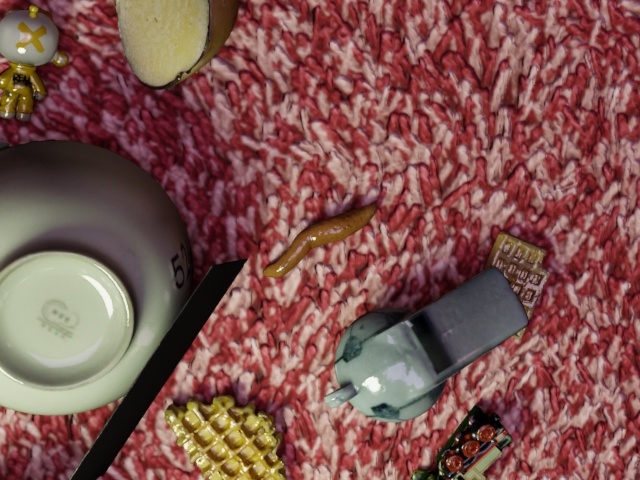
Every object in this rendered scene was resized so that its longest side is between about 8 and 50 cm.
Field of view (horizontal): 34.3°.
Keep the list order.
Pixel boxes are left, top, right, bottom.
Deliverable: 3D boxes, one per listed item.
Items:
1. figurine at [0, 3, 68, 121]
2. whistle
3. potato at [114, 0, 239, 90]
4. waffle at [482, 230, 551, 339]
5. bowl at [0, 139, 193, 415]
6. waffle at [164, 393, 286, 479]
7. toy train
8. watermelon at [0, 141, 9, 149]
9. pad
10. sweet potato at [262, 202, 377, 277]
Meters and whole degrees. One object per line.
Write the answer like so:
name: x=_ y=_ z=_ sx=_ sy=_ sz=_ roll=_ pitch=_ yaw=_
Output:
figurine: x=-0.376 y=-0.224 z=1.299 sx=0.101 sy=0.068 sz=0.143 roll=34 pitch=95 yaw=-26
whistle: x=0.122 y=0.149 z=1.378 sx=0.290 sy=0.163 sz=0.163 roll=-26 pitch=102 yaw=-30
potato: x=-0.159 y=-0.292 z=1.287 sx=0.117 sy=0.182 sz=0.202 roll=-18 pitch=113 yaw=-46
waffle: x=0.263 y=0.063 z=1.430 sx=0.092 sy=0.021 sz=0.135 roll=22 pitch=97 yaw=-7
bowl: x=-0.318 y=0.067 z=1.256 sx=0.354 sy=0.185 sz=0.353 roll=-4 pitch=107 yaw=-13
waffle: x=-0.128 y=0.301 z=1.413 sx=0.161 sy=0.046 sz=0.191 roll=-3 pitch=99 yaw=-7
toy train: x=0.170 y=0.340 z=1.448 sx=0.085 sy=0.053 sz=0.249 roll=41 pitch=92 yaw=-18
watermelon: x=-0.472 y=-0.070 z=1.306 sx=0.081 sy=0.094 sz=0.180 roll=42 pitch=75 yaw=-1
pad: x=-0.211 y=0.177 z=1.287 sx=0.007 sy=0.247 sz=0.367 roll=34 pitch=94 yaw=4
sweet potato: x=-0.002 y=-0.004 z=1.385 sx=0.179 sy=0.044 sz=0.044 roll=-31 pitch=100 yaw=-2
